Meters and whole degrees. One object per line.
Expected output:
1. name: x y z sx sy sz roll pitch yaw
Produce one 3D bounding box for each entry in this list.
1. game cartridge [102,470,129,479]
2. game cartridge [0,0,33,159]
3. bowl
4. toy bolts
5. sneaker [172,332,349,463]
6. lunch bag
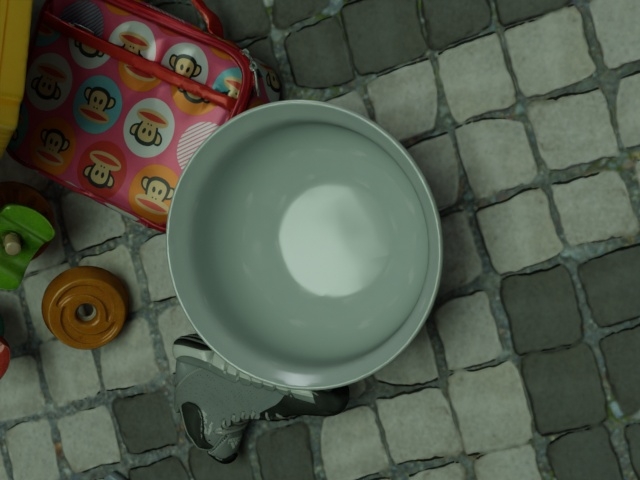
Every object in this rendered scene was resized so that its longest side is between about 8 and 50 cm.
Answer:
1. game cartridge: -0.246 0.315 1.790 0.056 0.017 0.083 34 105 25
2. game cartridge: -0.380 -0.178 1.677 0.324 0.053 0.285 133 142 -54
3. bowl: 0.000 0.000 1.591 0.298 0.134 0.298 2 96 19
4. toy bolts: -0.357 0.063 1.801 0.218 0.158 0.228 37 98 -21
5. sneaker: -0.070 0.189 1.673 0.229 0.086 0.132 16 103 35
6. lunch bag: -0.194 -0.162 1.705 0.293 0.120 0.258 25 98 22
